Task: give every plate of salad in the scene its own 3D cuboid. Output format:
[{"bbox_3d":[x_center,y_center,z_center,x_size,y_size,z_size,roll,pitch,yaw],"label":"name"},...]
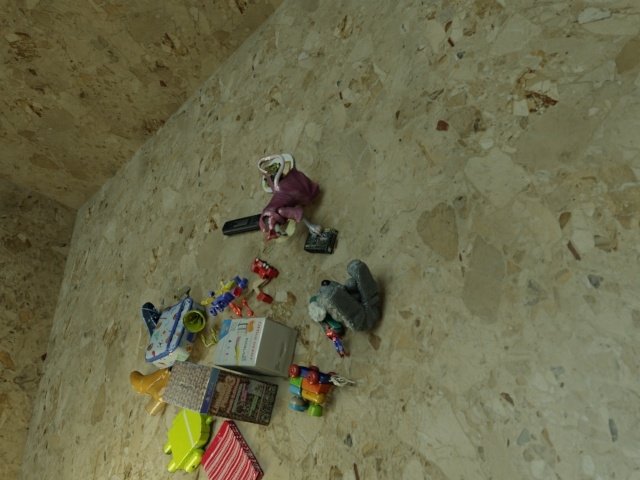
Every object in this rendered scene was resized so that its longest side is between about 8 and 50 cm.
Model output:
[{"bbox_3d":[-0.202,-0.311,2.174,0.199,0.048,0.200,-23,53,35],"label":"plate of salad"}]

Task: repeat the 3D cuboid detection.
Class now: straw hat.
[{"bbox_3d":[-0.169,-0.064,1.982,0.144,0.061,0.145,-24,51,34],"label":"straw hat"}]

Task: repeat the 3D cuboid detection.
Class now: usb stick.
[{"bbox_3d":[-0.352,-0.071,2.184,0.278,0.045,0.077,-9,54,42],"label":"usb stick"}]

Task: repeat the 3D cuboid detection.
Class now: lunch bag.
[{"bbox_3d":[-0.629,0.396,2.096,0.243,0.115,0.303,-28,37,30],"label":"lunch bag"}]

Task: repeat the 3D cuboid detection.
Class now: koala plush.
[{"bbox_3d":[0.063,0.190,1.521,0.196,0.203,0.221,-44,19,-30],"label":"koala plush"}]

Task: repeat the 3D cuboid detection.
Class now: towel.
[{"bbox_3d":[-0.314,0.780,1.650,0.275,0.031,0.199,34,94,49],"label":"towel"}]

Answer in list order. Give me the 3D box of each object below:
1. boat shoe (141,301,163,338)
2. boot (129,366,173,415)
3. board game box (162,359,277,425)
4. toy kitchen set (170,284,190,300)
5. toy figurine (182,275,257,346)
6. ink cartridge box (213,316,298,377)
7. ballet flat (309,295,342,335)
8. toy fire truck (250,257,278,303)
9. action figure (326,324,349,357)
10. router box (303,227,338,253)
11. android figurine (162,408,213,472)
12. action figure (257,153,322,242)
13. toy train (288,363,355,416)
[{"bbox_3d":[-0.784,0.394,2.318,0.089,0.109,0.258,-41,60,10],"label":"boat shoe"},{"bbox_3d":[-0.721,0.606,2.122,0.211,0.104,0.295,-53,46,-1],"label":"boot"},{"bbox_3d":[-0.337,0.518,1.629,0.232,0.291,0.141,-6,63,44],"label":"board game box"},{"bbox_3d":[-0.669,0.262,2.321,0.083,0.075,0.068,36,52,18],"label":"toy kitchen set"},{"bbox_3d":[-0.384,0.259,1.990,0.362,0.191,0.217,-35,16,33],"label":"toy figurine"},{"bbox_3d":[-0.229,0.378,1.696,0.232,0.168,0.171,-11,59,40],"label":"ink cartridge box"},{"bbox_3d":[0.007,0.263,1.614,0.070,0.070,0.188,-51,37,9],"label":"ballet flat"},{"bbox_3d":[-0.235,0.159,1.926,0.192,0.047,0.135,29,90,50],"label":"toy fire truck"},{"bbox_3d":[0.049,0.315,1.507,0.038,0.115,0.030,-20,18,40],"label":"action figure"},{"bbox_3d":[0.000,0.000,1.791,0.122,0.038,0.092,1,68,45],"label":"router box"},{"bbox_3d":[-0.506,0.750,1.841,0.273,0.056,0.248,-52,41,9],"label":"android figurine"},{"bbox_3d":[-0.137,-0.143,1.812,0.248,0.276,0.370,-15,32,29],"label":"action figure"},{"bbox_3d":[-0.001,0.475,1.471,0.248,0.105,0.143,4,80,46],"label":"toy train"}]
